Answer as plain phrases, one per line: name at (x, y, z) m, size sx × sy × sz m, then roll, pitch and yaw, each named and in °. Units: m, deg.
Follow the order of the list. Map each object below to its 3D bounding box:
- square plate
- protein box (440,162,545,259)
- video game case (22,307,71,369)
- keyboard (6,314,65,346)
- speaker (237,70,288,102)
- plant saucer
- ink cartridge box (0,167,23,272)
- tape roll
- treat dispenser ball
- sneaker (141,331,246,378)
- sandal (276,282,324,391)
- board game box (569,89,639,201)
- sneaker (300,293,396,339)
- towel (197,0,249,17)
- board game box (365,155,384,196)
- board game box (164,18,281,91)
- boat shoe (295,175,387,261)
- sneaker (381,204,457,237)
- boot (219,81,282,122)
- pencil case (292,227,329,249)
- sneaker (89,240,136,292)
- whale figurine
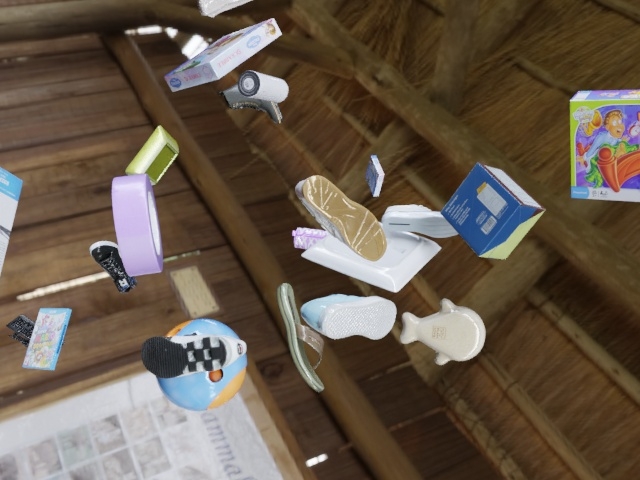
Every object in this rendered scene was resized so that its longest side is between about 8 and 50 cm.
square plate at (0.171, 0.022, 2.122) m, size 0.344 × 0.347 × 0.049 m, roll 20°, pitch -57°, yaw 26°
protein box at (0.504, -0.085, 1.934) m, size 0.200 × 0.136 × 0.201 m, roll -57°, pitch -133°, yaw 26°
video game case at (-0.742, 0.265, 1.777) m, size 0.119 × 0.015 × 0.166 m, roll -3°, pitch -114°, yaw 31°
keyboard at (-0.968, 0.331, 2.210) m, size 0.192 × 0.100 × 0.038 m, roll 46°, pitch 14°, yaw -37°
speaker at (-0.120, -0.327, 1.399) m, size 0.055 × 0.136 × 0.055 m, roll 3°, pitch -83°, yaw 23°
plant saucer at (-0.539, -0.265, 2.153) m, size 0.045 × 0.188 × 0.188 m, roll 34°, pitch -5°, yaw 9°
ink cartridge box at (-1.014, -0.053, 1.869) m, size 0.129 × 0.223 × 0.307 m, roll 58°, pitch 36°, yaw -69°
tape roll at (-0.499, -0.042, 1.798) m, size 0.275 × 0.090 × 0.275 m, roll 172°, pitch -90°, yaw -81°
treat dispenser ball at (-0.376, 0.391, 2.064) m, size 0.288 × 0.288 × 0.288 m, roll 45°, pitch -37°, yaw 49°
sneaker at (-0.362, 0.328, 1.886) m, size 0.330 × 0.146 × 0.122 m, roll -4°, pitch -93°, yaw 27°
sandal at (-0.040, 0.254, 1.737) m, size 0.120 × 0.086 × 0.303 m, roll 49°, pitch 24°, yaw -82°
board game box at (0.722, -0.201, 1.402) m, size 0.347 × 0.078 × 0.233 m, roll 7°, pitch -60°, yaw 34°
sneaker at (0.087, 0.211, 1.963) m, size 0.150 × 0.366 × 0.135 m, roll 24°, pitch -83°, yaw 39°
towel at (-0.275, -0.759, 1.755) m, size 0.049 × 0.187 × 0.282 m, roll 39°, pitch -27°, yaw 46°
board game box at (0.166, -0.198, 2.011) m, size 0.090 × 0.020 × 0.090 m, roll 101°, pitch -23°, yaw -45°
board game box at (-0.343, -0.643, 2.281) m, size 0.318 × 0.319 × 0.066 m, roll 3°, pitch -49°, yaw 49°
boat shoe at (0.050, -0.055, 1.597) m, size 0.277 × 0.098 × 0.096 m, roll 45°, pitch -16°, yaw -20°
sneaker at (0.329, -0.076, 2.114) m, size 0.091 × 0.258 × 0.094 m, roll -74°, pitch 169°, yaw -47°
boot at (-0.224, -0.436, 2.131) m, size 0.198 × 0.137 × 0.077 m, roll 54°, pitch -12°, yaw 16°
pencil case at (0.000, 0.000, 2.479) m, size 0.088 × 0.206 × 0.086 m, roll 61°, pitch 34°, yaw -76°
sneaker at (-0.636, 0.092, 2.054) m, size 0.121 × 0.079 × 0.217 m, roll 58°, pitch -3°, yaw 28°
whale figurine at (0.397, 0.296, 2.144) m, size 0.141 × 0.272 × 0.216 m, roll -1°, pitch 95°, yaw -83°
